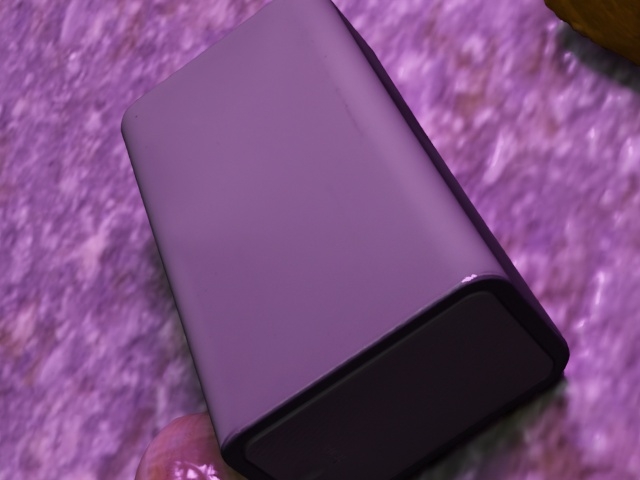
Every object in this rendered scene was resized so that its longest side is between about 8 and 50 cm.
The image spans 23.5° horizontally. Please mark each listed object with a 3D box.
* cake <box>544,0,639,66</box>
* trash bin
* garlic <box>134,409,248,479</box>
[{"bbox_3d":[0.273,-0.217,1.082,0.179,0.156,0.260,-42,55,-14],"label":"cake"},{"bbox_3d":[0.000,0.000,1.139,0.223,0.158,0.343,-35,47,10],"label":"trash bin"},{"bbox_3d":[-0.076,0.188,1.141,0.128,0.090,0.198,-21,48,3],"label":"garlic"}]
